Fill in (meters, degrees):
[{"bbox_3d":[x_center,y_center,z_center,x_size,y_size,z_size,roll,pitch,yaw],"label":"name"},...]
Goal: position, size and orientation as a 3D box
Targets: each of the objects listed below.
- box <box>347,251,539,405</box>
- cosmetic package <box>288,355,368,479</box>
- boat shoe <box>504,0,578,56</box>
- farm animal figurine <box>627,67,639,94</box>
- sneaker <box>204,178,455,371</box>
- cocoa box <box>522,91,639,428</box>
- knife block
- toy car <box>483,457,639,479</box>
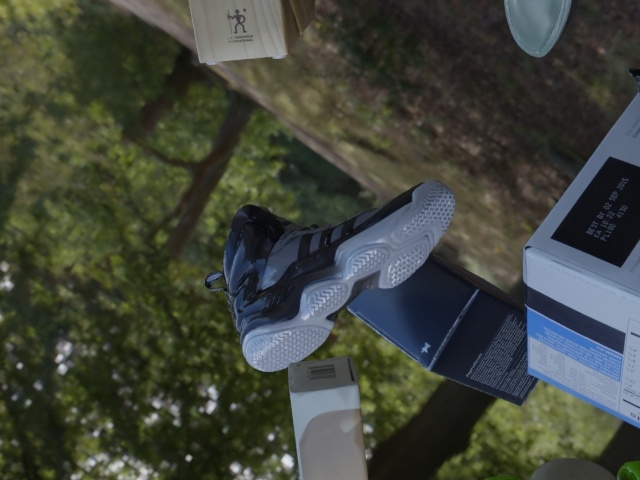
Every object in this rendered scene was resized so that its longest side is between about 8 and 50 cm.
[{"bbox_3d":[0.160,0.094,1.318,0.207,0.108,0.153,26,-173,-47],"label":"box"},{"bbox_3d":[0.007,0.134,0.681,0.041,0.115,0.060,-7,-167,-1],"label":"cosmetic package"},{"bbox_3d":[0.235,-0.285,1.110,0.081,0.069,0.227,38,148,30],"label":"boat shoe"},{"bbox_3d":[0.340,-0.050,0.620,0.327,0.330,0.172,7,130,32],"label":"farm animal figurine"},{"bbox_3d":[0.000,0.000,1.159,0.153,0.268,0.101,51,-178,30],"label":"sneaker"},{"bbox_3d":[0.387,0.002,1.139,0.231,0.347,0.228,25,150,28],"label":"cocoa box"},{"bbox_3d":[-0.077,-0.299,1.057,0.088,0.242,0.275,-3,-159,10],"label":"knife block"},{"bbox_3d":[0.212,0.290,0.933,0.155,0.188,0.149,-3,-146,-12],"label":"toy car"}]
